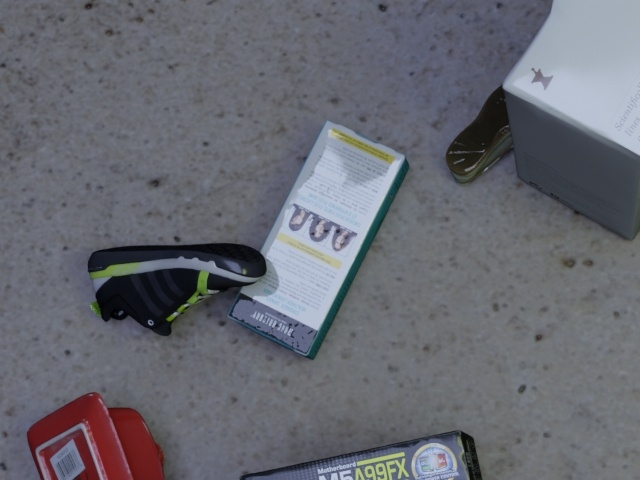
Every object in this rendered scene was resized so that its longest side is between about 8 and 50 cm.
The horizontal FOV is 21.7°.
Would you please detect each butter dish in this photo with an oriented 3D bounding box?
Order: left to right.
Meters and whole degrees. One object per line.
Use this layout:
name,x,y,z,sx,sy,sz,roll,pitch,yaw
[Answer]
butter dish,-0.221,0.246,1.806,0.160,0.118,0.160,-31,77,45

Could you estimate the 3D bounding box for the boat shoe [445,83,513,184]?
boat shoe,0.200,-0.124,1.840,0.056,0.048,0.153,39,81,24

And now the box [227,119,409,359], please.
box,0.000,0.000,1.835,0.100,0.060,0.244,26,85,12

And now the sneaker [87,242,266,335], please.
sneaker,-0.154,0.055,1.825,0.235,0.084,0.097,-1,96,35

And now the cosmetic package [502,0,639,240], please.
cosmetic package,0.301,-0.155,1.651,0.156,0.385,0.217,30,87,12

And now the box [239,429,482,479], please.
box,0.050,0.244,1.683,0.216,0.270,0.060,-13,81,7
